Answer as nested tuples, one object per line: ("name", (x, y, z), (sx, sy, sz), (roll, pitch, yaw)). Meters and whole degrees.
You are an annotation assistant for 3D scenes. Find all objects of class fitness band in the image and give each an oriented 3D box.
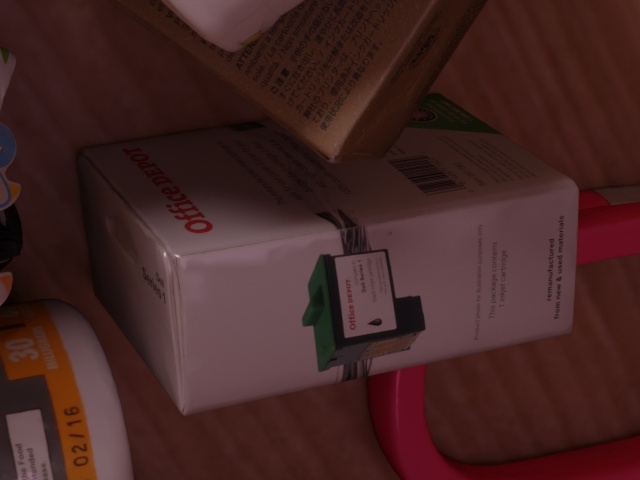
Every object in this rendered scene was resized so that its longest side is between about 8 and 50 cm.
("fitness band", (0.169, 0.073, 1.127), (0.291, 0.054, 0.209), (-8, 115, -21))

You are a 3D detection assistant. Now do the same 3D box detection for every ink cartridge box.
("ink cartridge box", (0.000, 0.000, 0.954), (0.219, 0.160, 0.092), (-11, 115, -20))
("ink cartridge box", (0.006, -0.183, 0.846), (0.235, 0.193, 0.088), (-56, 166, 14))

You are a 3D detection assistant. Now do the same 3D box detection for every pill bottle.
("pill bottle", (-0.242, 0.126, 0.892), (0.278, 0.162, 0.162), (-9, 115, -22))

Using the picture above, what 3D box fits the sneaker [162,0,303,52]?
("sneaker", (-0.077, -0.223, 0.768), (0.169, 0.108, 0.292), (-35, 84, 14))

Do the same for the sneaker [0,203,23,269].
("sneaker", (-0.275, 0.000, 0.876), (0.271, 0.100, 0.108), (-5, 149, -31))

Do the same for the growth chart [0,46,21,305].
("growth chart", (-0.216, -0.060, 0.844), (0.172, 0.021, 0.237), (9, 72, -31))
